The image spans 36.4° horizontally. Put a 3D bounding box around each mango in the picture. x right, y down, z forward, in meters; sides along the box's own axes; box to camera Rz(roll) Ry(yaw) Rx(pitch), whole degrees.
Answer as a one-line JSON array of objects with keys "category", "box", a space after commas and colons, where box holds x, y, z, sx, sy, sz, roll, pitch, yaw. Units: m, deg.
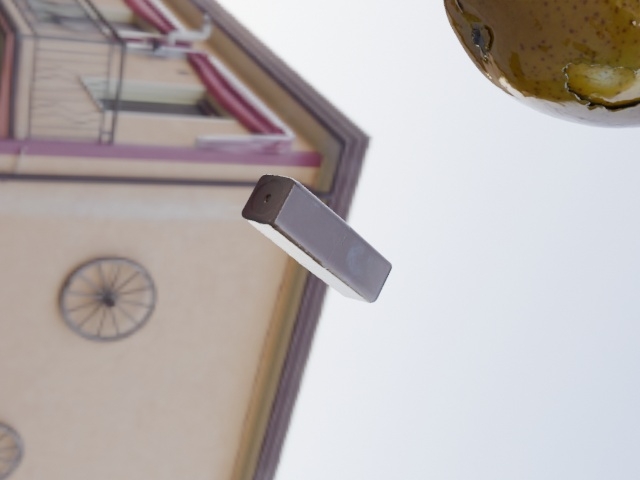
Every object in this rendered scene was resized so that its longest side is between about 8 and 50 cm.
[{"category": "mango", "box": [0.244, -0.182, 0.799, 0.160, 0.290, 0.191, 114, -19, -53]}]

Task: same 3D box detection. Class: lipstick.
[{"category": "lipstick", "box": [0.000, 0.000, 0.811, 0.045, 0.145, 0.045, 11, -111, 44]}]
